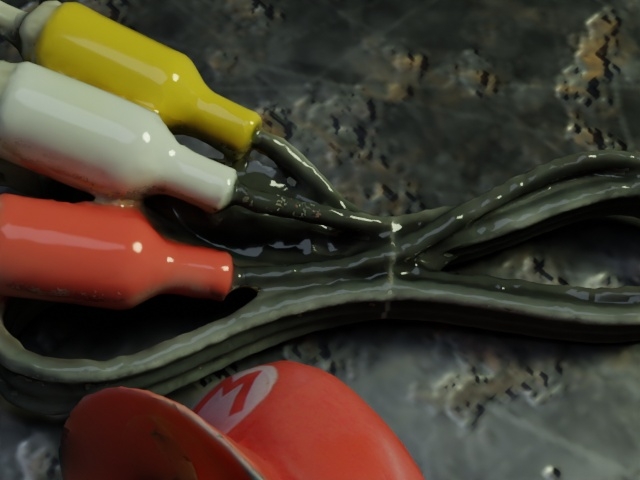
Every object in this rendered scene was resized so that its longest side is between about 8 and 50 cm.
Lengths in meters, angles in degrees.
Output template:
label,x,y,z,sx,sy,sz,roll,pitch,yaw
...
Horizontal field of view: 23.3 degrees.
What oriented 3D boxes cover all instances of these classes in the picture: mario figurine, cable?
label,x,y,z,sx,sy,sz,roll,pitch,yaw
mario figurine,-0.084,0.149,0.350,0.198,0.170,0.320,24,58,14
cable,0.000,0.000,0.516,0.287,0.072,0.139,10,61,1
